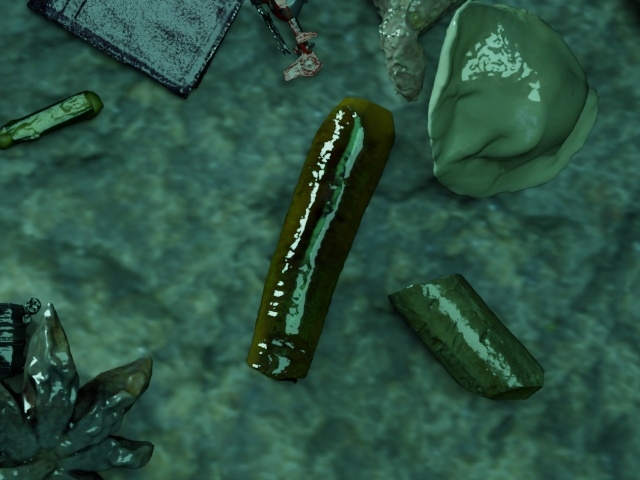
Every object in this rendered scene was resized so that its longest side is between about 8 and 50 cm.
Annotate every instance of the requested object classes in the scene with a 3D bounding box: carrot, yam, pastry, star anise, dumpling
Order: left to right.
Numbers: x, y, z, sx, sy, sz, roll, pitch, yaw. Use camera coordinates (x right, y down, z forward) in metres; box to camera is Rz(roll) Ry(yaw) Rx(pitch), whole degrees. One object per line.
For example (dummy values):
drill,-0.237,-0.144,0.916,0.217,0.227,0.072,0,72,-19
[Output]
star anise,-0.239,0.178,1.265,0.262,0.081,0.230,-38,125,-2
carrot,0.000,0.000,1.379,0.070,0.070,0.260,20,78,-6
pastry,0.121,-0.258,1.433,0.112,0.103,0.265,38,74,6
yam,0.127,0.086,1.386,0.070,0.070,0.146,-40,89,-15
dumpling,0.154,-0.117,1.380,0.126,0.216,0.166,31,91,16

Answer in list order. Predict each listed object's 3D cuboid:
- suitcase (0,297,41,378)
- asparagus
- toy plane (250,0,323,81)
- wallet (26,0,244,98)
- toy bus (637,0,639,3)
suitcase,-0.296,0.081,1.297,0.126,0.086,0.059,1,76,-18
asparagus,-0.239,-0.102,1.377,0.108,0.021,0.025,-24,85,-14
toy plane,-0.033,-0.213,1.428,0.060,0.037,0.145,-22,83,-9
wallet,-0.161,-0.211,1.406,0.166,0.030,0.111,29,76,-4
toy bus,0.382,-0.206,1.465,0.182,0.103,0.091,45,46,0
